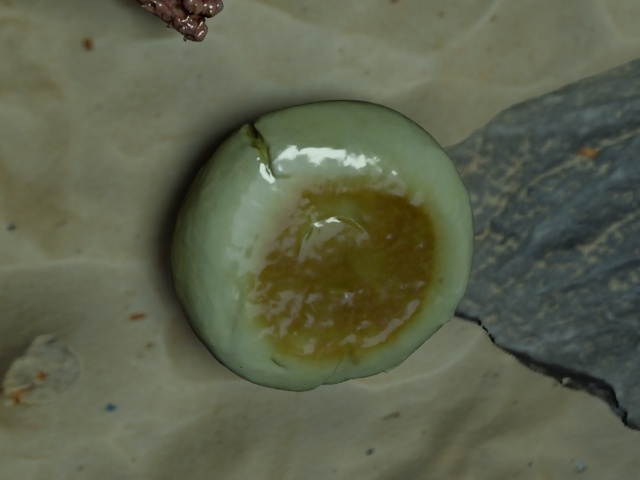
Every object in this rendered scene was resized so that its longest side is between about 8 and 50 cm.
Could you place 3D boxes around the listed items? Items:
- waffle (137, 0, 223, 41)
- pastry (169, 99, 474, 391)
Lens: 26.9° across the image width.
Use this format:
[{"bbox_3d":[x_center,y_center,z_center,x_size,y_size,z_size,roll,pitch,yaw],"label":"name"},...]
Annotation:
[{"bbox_3d":[-0.082,-0.123,0.595,0.083,0.075,0.029,33,97,-35],"label":"waffle"},{"bbox_3d":[0.000,0.000,0.680,0.156,0.092,0.156,-9,117,-18],"label":"pastry"}]
